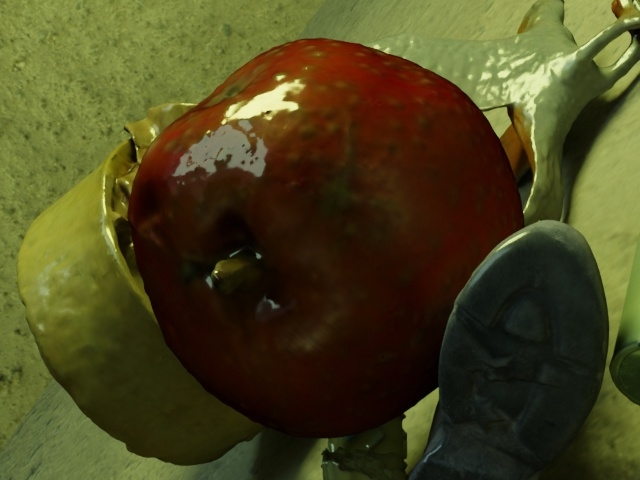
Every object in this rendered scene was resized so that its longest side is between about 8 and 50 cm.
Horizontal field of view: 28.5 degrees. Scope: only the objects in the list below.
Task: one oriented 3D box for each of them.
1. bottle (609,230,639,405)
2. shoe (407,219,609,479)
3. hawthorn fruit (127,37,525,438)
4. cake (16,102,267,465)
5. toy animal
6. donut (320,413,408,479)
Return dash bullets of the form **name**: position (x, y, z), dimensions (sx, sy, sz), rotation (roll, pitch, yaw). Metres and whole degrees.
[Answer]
- **bottle**: position (0.229, 0.008, 0.771), dimensions (0.072, 0.072, 0.201), rotation (-36, 23, 48)
- **shoe**: position (0.118, 0.089, 0.792), dimensions (0.137, 0.095, 0.245), rotation (-56, -16, -62)
- **hawthorn fruit**: position (0.000, 0.000, 0.866), dimensions (0.275, 0.275, 0.299), rotation (-46, -9, 26)
- **cake**: position (-0.079, 0.015, 1.228), dimensions (0.321, 0.332, 0.332), rotation (-37, 21, 23)
- **toy animal**: position (0.175, -0.101, 1.083), dimensions (0.302, 0.225, 0.284), rotation (-39, 37, 9)
- **donut**: position (0.035, 0.179, 0.943), dimensions (0.166, 0.065, 0.108), rotation (-85, -9, -74)
